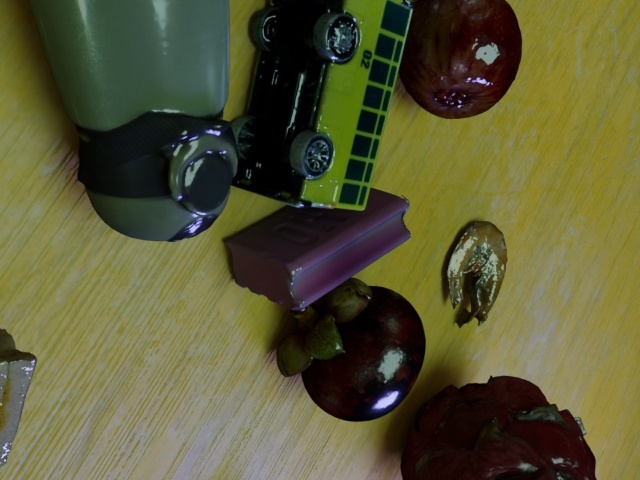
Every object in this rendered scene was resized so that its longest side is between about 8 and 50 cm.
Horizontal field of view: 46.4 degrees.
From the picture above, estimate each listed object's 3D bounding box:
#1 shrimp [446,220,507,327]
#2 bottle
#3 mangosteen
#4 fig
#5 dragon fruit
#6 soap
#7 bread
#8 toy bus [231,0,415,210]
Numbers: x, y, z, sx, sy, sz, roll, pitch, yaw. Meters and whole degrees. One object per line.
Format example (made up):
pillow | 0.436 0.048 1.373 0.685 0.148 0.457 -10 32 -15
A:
shrimp | 0.253 0.059 1.250 0.133 0.052 0.187 1 98 -28
bottle | -0.153 -0.168 0.634 0.168 0.168 0.346 -28 126 -38
mangosteen | 0.038 0.136 0.963 0.200 0.200 0.199 -19 118 -42
fig | 0.183 -0.274 0.973 0.175 0.175 0.207 27 69 -48
dragon fruit | 0.285 0.381 1.192 0.329 0.329 0.329 -19 118 -42
soap | 0.000 0.000 0.891 0.203 0.122 0.065 -30 125 -38
bread | -0.296 0.157 0.644 0.077 0.105 0.152 -10 111 -38
toy bus | 0.003 -0.171 0.828 0.150 0.128 0.262 4 102 -48
